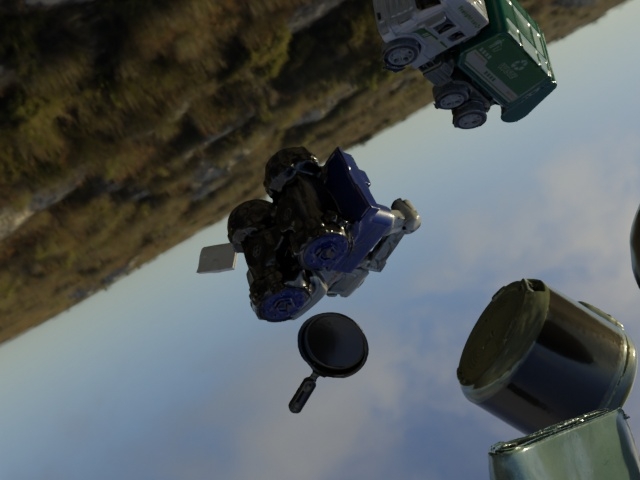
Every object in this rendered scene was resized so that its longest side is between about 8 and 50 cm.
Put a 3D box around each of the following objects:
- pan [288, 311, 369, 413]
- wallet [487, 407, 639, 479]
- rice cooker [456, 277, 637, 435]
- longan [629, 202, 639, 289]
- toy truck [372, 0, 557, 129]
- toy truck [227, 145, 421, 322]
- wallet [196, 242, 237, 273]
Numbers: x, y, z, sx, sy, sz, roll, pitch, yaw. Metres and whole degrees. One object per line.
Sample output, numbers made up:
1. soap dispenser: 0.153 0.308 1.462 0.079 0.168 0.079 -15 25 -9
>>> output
1. pan: 0.001 0.231 1.515 0.235 0.136 0.028 -59 177 22
2. wallet: 0.263 0.303 0.785 0.054 0.252 0.290 -21 164 38
3. rice cooker: 0.505 0.276 1.783 0.335 0.325 0.335 -60 -176 7
4. longan: 0.719 0.007 1.344 0.404 0.336 0.405 -13 -143 10
5. toy truck: 0.159 -0.213 0.878 0.124 0.114 0.253 -22 151 30
6. toy truck: 0.000 0.000 1.000 0.176 0.161 0.213 13 129 -37
7. wallet: -0.146 0.025 1.157 0.083 0.044 0.011 -9 153 43
